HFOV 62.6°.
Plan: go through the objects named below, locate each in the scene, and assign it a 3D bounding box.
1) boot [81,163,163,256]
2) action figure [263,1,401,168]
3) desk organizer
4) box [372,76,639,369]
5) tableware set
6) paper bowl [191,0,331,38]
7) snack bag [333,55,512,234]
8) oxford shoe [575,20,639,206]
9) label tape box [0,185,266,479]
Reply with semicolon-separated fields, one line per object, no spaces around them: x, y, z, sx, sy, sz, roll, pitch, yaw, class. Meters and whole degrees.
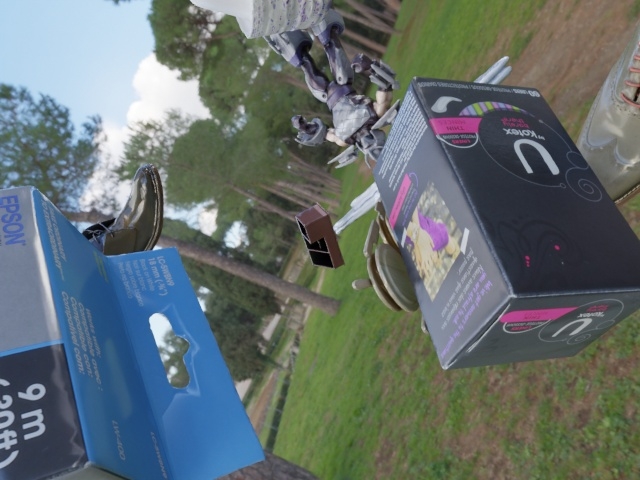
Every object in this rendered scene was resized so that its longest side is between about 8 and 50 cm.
-0.308;-0.012;0.799;0.106;0.082;0.219;2;-76;-44;boot
0.019;-0.229;0.780;0.185;0.285;0.099;-34;-11;30;action figure
0.000;0.000;0.986;0.050;0.047;0.130;-28;-51;-12;desk organizer
0.179;-0.025;0.544;0.143;0.165;0.270;111;151;-50;box
0.089;0.022;0.658;0.039;0.128;0.194;-30;19;25;tableware set
-0.093;-0.362;0.550;0.284;0.148;0.284;166;90;-82;paper bowl
0.163;-0.154;0.957;0.323;0.037;0.342;-45;1;-13;snack bag
0.384;-0.196;0.613;0.130;0.123;0.348;2;-62;-44;oxford shoe
-0.228;0.080;0.348;0.240;0.334;0.105;56;147;36;label tape box
